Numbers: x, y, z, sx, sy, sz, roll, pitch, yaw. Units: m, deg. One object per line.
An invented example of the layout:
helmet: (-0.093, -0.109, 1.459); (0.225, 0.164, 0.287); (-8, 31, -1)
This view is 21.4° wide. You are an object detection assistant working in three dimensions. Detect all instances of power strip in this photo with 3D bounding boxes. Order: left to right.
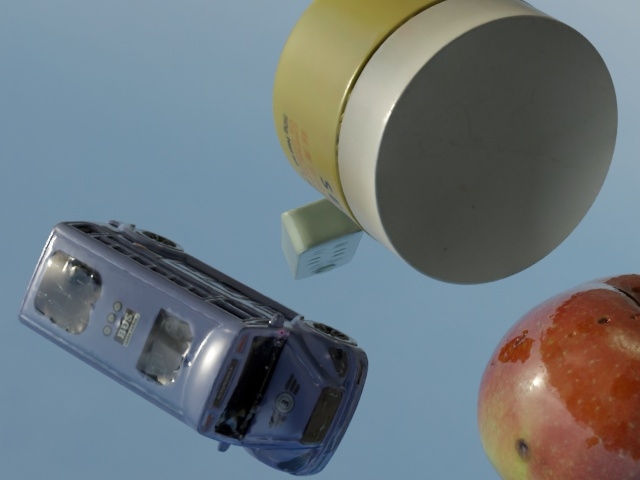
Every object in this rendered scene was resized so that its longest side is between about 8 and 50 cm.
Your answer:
power strip: (0.000, 0.000, 2.154); (0.385, 0.091, 0.062); (101, 149, -83)

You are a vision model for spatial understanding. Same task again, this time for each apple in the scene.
apple: (0.356, 0.191, 1.950); (0.348, 0.277, 0.348); (16, -160, -6)

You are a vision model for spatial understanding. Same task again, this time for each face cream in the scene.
face cream: (0.094, -0.099, 1.333); (0.218, 0.218, 0.179); (22, -169, -35)

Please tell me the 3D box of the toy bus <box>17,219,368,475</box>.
toy bus: (-0.110, 0.087, 1.432); (0.292, 0.125, 0.133); (27, -171, 28)
